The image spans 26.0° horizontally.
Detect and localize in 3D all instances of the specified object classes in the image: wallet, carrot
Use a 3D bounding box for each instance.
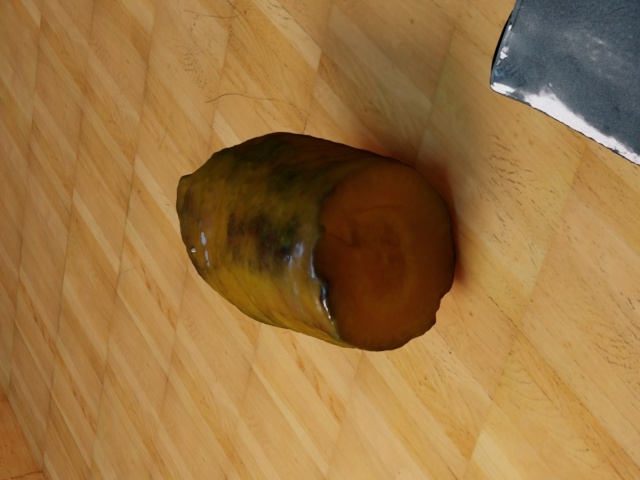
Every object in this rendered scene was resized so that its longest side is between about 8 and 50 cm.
[{"bbox_3d":[0.318,-0.116,1.101,0.379,0.046,0.190,32,130,17],"label":"wallet"},{"bbox_3d":[0.000,0.000,1.670,0.341,0.242,0.241,19,115,55],"label":"carrot"}]
